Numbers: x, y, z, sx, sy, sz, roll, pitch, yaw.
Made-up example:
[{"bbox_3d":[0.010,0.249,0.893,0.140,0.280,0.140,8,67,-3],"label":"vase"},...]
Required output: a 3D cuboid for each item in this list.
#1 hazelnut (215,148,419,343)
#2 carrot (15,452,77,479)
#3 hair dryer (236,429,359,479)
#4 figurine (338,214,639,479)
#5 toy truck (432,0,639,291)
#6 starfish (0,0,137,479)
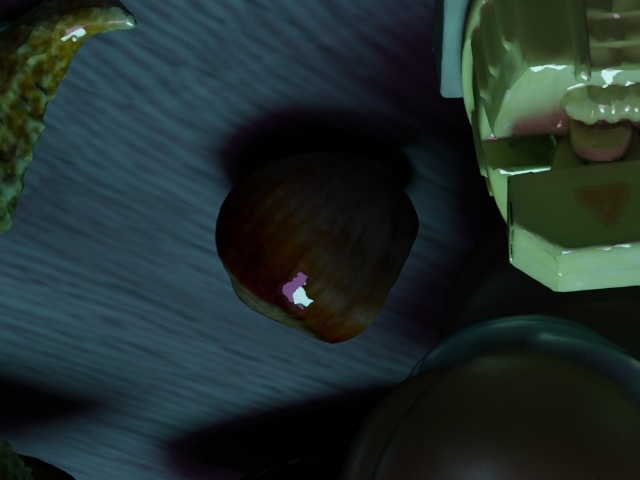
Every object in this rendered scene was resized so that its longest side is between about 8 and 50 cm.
[{"bbox_3d":[0.000,0.000,0.709,0.086,0.086,0.086,-2,146,-1],"label":"hazelnut"},{"bbox_3d":[-0.267,0.176,0.806,0.341,0.241,0.241,27,136,-29],"label":"carrot"},{"bbox_3d":[0.077,0.187,1.006,0.304,0.120,0.359,-17,157,-4],"label":"hair dryer"},{"bbox_3d":[0.207,0.084,0.693,0.388,0.248,0.276,-1,149,6],"label":"figurine"},{"bbox_3d":[0.176,-0.053,0.563,0.272,0.157,0.124,-2,146,0],"label":"toy truck"},{"bbox_3d":[-0.229,0.056,0.616,0.358,0.078,0.347,-7,108,-8],"label":"starfish"}]
